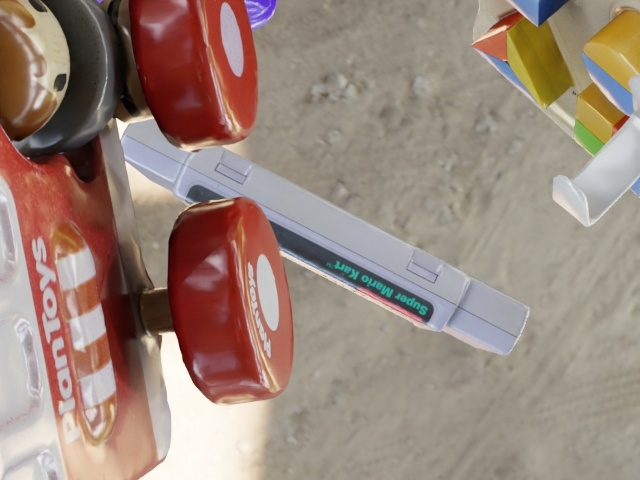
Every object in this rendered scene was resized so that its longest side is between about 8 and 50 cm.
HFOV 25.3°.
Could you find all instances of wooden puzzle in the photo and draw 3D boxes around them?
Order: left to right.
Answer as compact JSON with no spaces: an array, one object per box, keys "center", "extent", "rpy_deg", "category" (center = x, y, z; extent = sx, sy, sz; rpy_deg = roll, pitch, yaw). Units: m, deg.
[{"center":[0.244,-0.184,1.334],"extent":[0.080,0.322,0.348],"rpy_deg":[-38,158,-13],"category":"wooden puzzle"}]

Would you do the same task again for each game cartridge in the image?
[{"center":[0.000,0.000,1.227],"extent":[0.355,0.230,0.068],"rpy_deg":[27,92,2],"category":"game cartridge"}]

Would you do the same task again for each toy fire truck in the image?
[{"center":[-0.128,-0.019,0.623],"extent":[0.169,0.254,0.302],"rpy_deg":[-8,94,11],"category":"toy fire truck"}]

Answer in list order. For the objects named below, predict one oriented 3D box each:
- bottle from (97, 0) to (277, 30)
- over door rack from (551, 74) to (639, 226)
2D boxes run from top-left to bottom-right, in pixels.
[{"center":[-0.167,-0.230,1.304],"extent":[0.118,0.283,0.092],"rpy_deg":[-7,99,-43],"category":"bottle"},{"center":[0.067,-0.191,0.526],"extent":[0.108,0.239,0.324],"rpy_deg":[-36,155,-20],"category":"over door rack"}]
